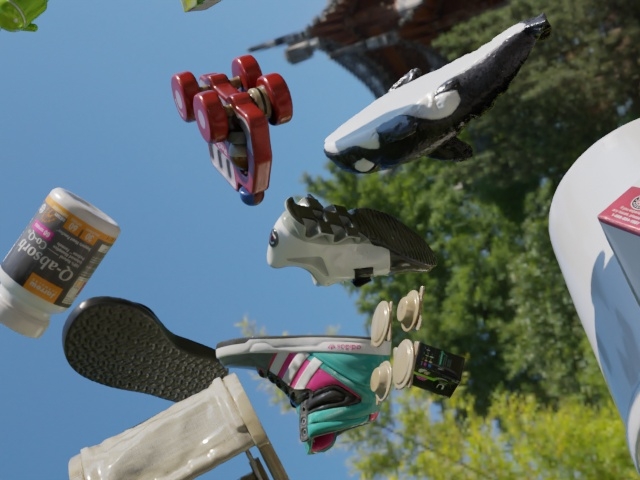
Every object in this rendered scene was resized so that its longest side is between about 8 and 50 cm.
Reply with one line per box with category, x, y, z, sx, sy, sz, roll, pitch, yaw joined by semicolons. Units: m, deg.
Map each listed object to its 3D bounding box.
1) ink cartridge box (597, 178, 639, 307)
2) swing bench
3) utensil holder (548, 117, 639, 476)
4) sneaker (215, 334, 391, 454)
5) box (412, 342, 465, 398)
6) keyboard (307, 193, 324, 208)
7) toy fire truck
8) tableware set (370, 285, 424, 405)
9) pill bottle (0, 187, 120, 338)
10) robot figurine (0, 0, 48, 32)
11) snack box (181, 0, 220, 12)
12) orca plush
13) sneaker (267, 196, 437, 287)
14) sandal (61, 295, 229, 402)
ink cartridge box;0.334;-0.013;0.673;0.127;0.176;0.128;55;169;-27
swing bench;-0.168;0.351;1.192;0.254;0.253;0.165;63;171;-7
utensil holder;0.466;0.069;1.052;0.327;0.328;0.385;56;-164;-35
sneaker;-0.030;0.234;1.352;0.124;0.296;0.178;14;-105;-60
box;0.196;0.222;1.520;0.062;0.083;0.052;107;-178;-48
keyboard;0.000;0.000;1.894;0.100;0.038;0.192;43;154;52
toy fire truck;-0.164;-0.207;1.747;0.302;0.169;0.253;44;148;51
tableware set;0.098;0.137;1.170;0.020;0.169;0.141;13;-112;-16
pill bottle;-0.541;0.047;1.784;0.278;0.162;0.162;-56;-37;-1
robot figurine;-0.527;-0.411;1.557;0.115;0.067;0.101;-54;-10;-32
snack box;-0.134;-0.342;1.000;0.037;0.100;0.141;-22;-84;-46
orca plush;0.149;-0.145;1.021;0.102;0.287;0.151;52;-175;-23
sneaker;0.052;0.022;1.604;0.331;0.146;0.122;14;-146;-26
sandal;-0.339;0.201;1.671;0.107;0.167;0.446;53;-176;34
